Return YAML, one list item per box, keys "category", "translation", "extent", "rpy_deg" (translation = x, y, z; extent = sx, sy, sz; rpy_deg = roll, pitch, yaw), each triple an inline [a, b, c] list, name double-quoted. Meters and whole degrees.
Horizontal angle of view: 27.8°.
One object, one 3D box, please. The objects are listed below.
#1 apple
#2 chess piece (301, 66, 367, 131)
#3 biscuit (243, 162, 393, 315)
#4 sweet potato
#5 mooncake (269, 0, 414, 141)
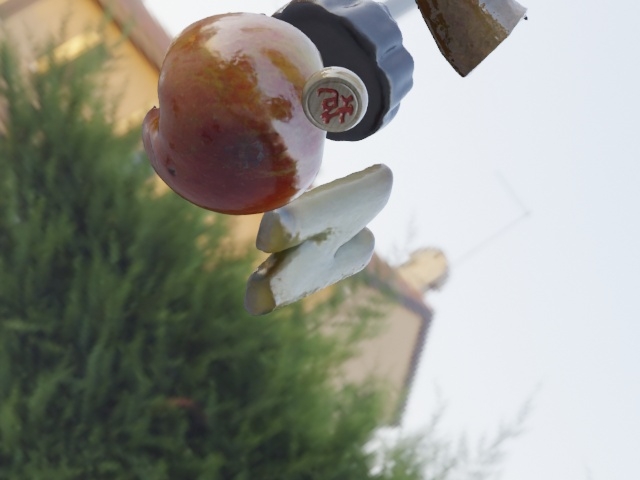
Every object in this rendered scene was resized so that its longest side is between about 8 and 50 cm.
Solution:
- category: "apple"
  translation: [-0.117, -0.149, 1.764]
  extent: [0.163, 0.251, 0.292]
  rpy_deg: [-98, -164, -58]
- category: "chess piece"
  translation: [0.018, -0.177, 1.621]
  extent: [0.038, 0.084, 0.083]
  rpy_deg: [-82, 149, -59]
- category: "biscuit"
  translation: [0.000, 0.000, 2.188]
  extent: [0.062, 0.291, 0.236]
  rpy_deg: [40, -47, 29]
- category: "sweet potato"
  translation: [0.135, -0.371, 1.621]
  extent: [0.336, 0.131, 0.131]
  rpy_deg: [53, -10, -16]
- category: "mooncake"
  translation: [0.035, -0.317, 2.279]
  extent: [0.283, 0.141, 0.283]
  rpy_deg: [25, -43, 25]
